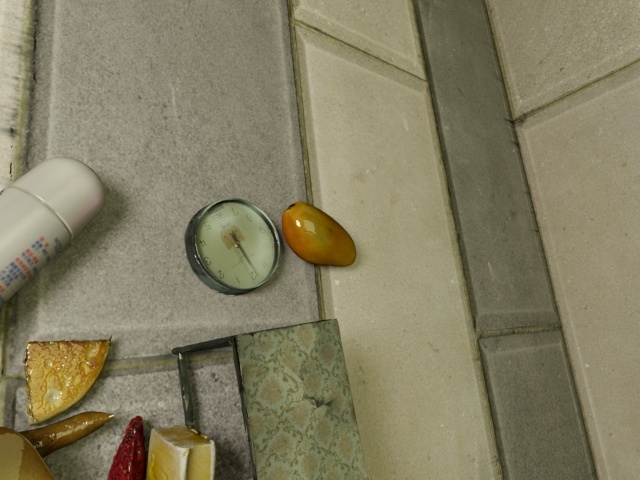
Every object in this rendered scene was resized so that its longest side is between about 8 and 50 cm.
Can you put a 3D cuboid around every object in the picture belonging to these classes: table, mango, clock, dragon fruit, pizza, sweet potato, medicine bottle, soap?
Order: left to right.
[{"bbox_3d":[-0.496,-0.006,0.721,0.130,0.130,0.341,45,52,-18],"label":"medicine bottle"},{"bbox_3d":[-0.457,0.325,0.681,0.274,0.067,0.067,-19,87,-38],"label":"sweet potato"},{"bbox_3d":[-0.442,0.218,0.747,0.131,0.041,0.178,39,54,-26],"label":"pizza"},{"bbox_3d":[-0.321,0.382,0.776,0.063,0.097,0.131,27,40,-34],"label":"dragon fruit"},{"bbox_3d":[-0.239,0.444,0.742,0.073,0.140,0.232,8,81,-39],"label":"soap"},{"bbox_3d":[-0.195,0.011,1.018,0.226,0.049,0.226,15,65,-34],"label":"clock"},{"bbox_3d":[-0.103,0.340,0.828,0.222,0.272,0.335,-1,76,-39],"label":"table"},{"bbox_3d":[0.000,0.000,1.141,0.253,0.113,0.138,35,51,-34],"label":"mango"}]

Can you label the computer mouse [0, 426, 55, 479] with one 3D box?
[{"bbox_3d":[-0.436,0.408,0.613,0.158,0.072,0.310,-28,111,-37],"label":"computer mouse"}]
